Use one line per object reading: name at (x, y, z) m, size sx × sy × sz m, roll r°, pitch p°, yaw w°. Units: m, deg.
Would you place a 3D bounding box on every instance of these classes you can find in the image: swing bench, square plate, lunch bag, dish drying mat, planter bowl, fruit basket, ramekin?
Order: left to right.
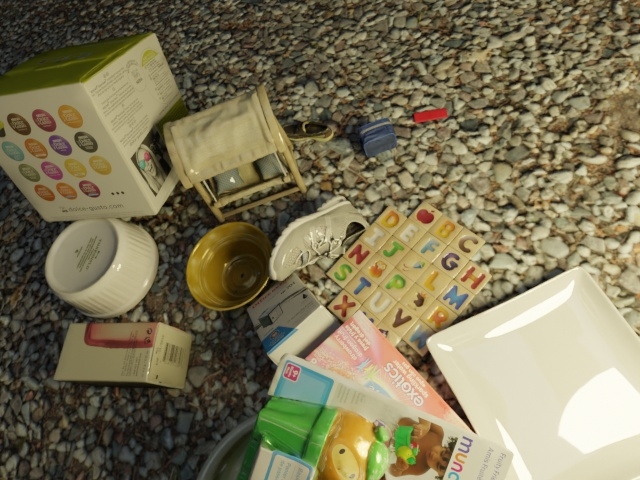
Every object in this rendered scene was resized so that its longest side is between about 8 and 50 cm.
ramekin at (-0.573, 0.057, 1.084) m, size 0.273 × 0.127 × 0.273 m, roll -6°, pitch 65°, yaw 13°
planter bowl at (-0.201, 0.072, 0.998) m, size 0.217 × 0.090 × 0.217 m, roll -6°, pitch 64°, yaw 12°
swing bench at (-0.200, -0.203, 1.029) m, size 0.253 × 0.254 × 0.165 m, roll -20°, pitch 63°, yaw 6°
fruit basket at (0.048, 0.380, 0.606) m, size 0.353 × 0.165 × 0.327 m, roll 21°, pitch 96°, yaw 18°
lunch bag at (0.141, -0.265, 1.071) m, size 0.098 × 0.067 × 0.065 m, roll -18°, pitch 63°, yaw 8°
dish drying mat at (0.287, -0.326, 1.093) m, size 0.083 × 0.008 × 0.032 m, roll -8°, pitch 64°, yaw 13°
square plate at (0.429, 0.267, 0.766) m, size 0.344 × 0.049 × 0.347 m, roll -26°, pitch 62°, yaw 3°

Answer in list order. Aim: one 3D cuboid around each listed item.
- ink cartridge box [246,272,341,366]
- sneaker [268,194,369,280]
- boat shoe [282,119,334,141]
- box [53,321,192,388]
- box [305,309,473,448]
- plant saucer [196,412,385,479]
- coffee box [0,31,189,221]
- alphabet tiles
ink cartridge box at (-0.062, 0.164, 0.873) m, size 0.139 × 0.082 × 0.191 m, roll -41°, pitch 29°, yaw -5°
sneaker at (0.000, 0.000, 0.931) m, size 0.115 × 0.105 × 0.281 m, roll 36°, pitch 58°, yaw 22°
boat shoe at (-0.039, -0.306, 1.147) m, size 0.152 × 0.049 × 0.056 m, roll 6°, pitch 69°, yaw 18°
box at (-0.434, 0.261, 0.944) m, size 0.232 × 0.148 × 0.126 m, roll -3°, pitch 66°, yaw 13°
box at (0.128, 0.293, 0.770) m, size 0.142 × 0.154 × 0.300 m, roll -41°, pitch 67°, yaw -5°
plant saucer at (-0.043, 0.513, 0.753) m, size 0.400 × 0.100 × 0.400 m, roll -6°, pitch 65°, yaw 12°
coffee box at (-0.563, -0.285, 1.060) m, size 0.338 × 0.334 × 0.338 m, roll -3°, pitch 42°, yaw 13°
alphabet tiles at (0.189, 0.077, 0.937) m, size 0.285 × 0.011 × 0.342 m, roll 39°, pitch 81°, yaw 26°
